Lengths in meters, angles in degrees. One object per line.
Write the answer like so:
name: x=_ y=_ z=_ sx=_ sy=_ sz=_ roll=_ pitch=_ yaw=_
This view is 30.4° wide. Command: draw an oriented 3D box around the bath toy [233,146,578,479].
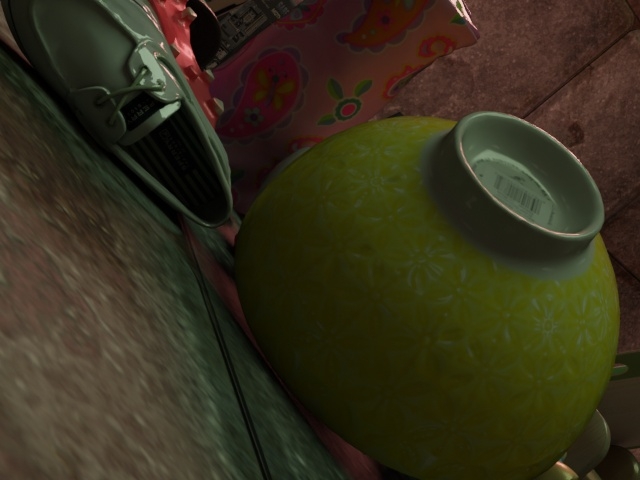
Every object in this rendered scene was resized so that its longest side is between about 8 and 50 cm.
bath toy: x=0.056 y=0.075 z=0.935 sx=0.348 sy=0.129 sz=0.151 roll=53 pitch=-39 yaw=12

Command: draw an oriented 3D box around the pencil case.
pencil case: x=-0.003 y=-0.141 z=1.029 sx=0.124 sy=0.284 sz=0.124 roll=50 pitch=12 yaw=-15

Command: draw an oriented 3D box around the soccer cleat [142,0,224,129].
soccer cleat: x=-0.143 y=-0.135 z=0.963 sx=0.083 sy=0.095 sz=0.248 roll=41 pitch=25 yaw=-42

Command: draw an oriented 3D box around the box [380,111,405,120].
box: x=0.063 y=0.001 z=1.115 sx=0.231 sy=0.183 sz=0.056 roll=52 pitch=-22 yaw=29

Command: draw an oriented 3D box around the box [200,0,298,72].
box: x=-0.103 y=-0.264 z=1.600 sx=0.059 sy=0.183 sz=0.232 roll=54 pitch=7 yaw=32

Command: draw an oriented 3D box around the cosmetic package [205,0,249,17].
cosmetic package: x=-0.195 y=-0.404 z=1.392 sx=0.129 sy=0.153 sz=0.296 roll=30 pitch=44 yaw=-61

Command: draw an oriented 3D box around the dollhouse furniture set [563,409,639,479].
dollhouse furniture set: x=0.323 y=0.259 z=1.125 sx=0.362 sy=0.256 sz=0.394 roll=46 pitch=7 yaw=-45

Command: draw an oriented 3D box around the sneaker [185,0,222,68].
sneaker: x=-0.223 y=-0.304 z=1.168 sx=0.295 sy=0.123 sz=0.178 roll=45 pitch=7 yaw=-47

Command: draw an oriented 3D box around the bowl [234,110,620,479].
bowl: x=0.102 y=0.007 z=0.806 sx=0.289 sy=0.156 sz=0.290 roll=20 pitch=41 yaw=-18

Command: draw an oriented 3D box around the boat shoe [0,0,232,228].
boat shoe: x=-0.120 y=-0.097 z=0.784 sx=0.226 sy=0.083 sz=0.076 roll=47 pitch=5 yaw=-39

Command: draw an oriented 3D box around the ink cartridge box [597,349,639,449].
ink cartridge box: x=0.313 y=0.167 z=1.320 sx=0.235 sy=0.171 sz=0.056 roll=61 pitch=24 yaw=-48
